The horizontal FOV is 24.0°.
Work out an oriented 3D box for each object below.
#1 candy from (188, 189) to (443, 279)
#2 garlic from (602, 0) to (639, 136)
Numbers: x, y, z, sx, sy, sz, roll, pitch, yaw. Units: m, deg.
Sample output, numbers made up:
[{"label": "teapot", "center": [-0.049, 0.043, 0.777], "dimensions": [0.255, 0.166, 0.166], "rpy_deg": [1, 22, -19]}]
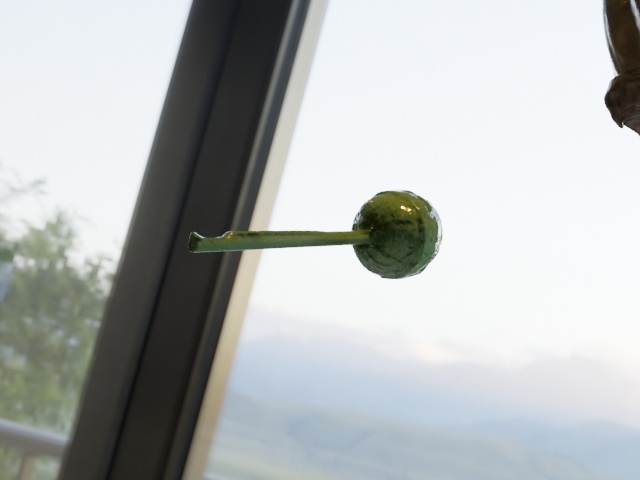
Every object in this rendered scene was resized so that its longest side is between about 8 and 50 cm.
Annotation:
[{"label": "candy", "center": [0.000, 0.000, 1.861], "dimensions": [0.119, 0.119, 0.440], "rpy_deg": [8, 8, 40]}, {"label": "garlic", "center": [0.383, -0.262, 1.484], "dimensions": [0.132, 0.325, 0.279], "rpy_deg": [28, -30, -30]}]
